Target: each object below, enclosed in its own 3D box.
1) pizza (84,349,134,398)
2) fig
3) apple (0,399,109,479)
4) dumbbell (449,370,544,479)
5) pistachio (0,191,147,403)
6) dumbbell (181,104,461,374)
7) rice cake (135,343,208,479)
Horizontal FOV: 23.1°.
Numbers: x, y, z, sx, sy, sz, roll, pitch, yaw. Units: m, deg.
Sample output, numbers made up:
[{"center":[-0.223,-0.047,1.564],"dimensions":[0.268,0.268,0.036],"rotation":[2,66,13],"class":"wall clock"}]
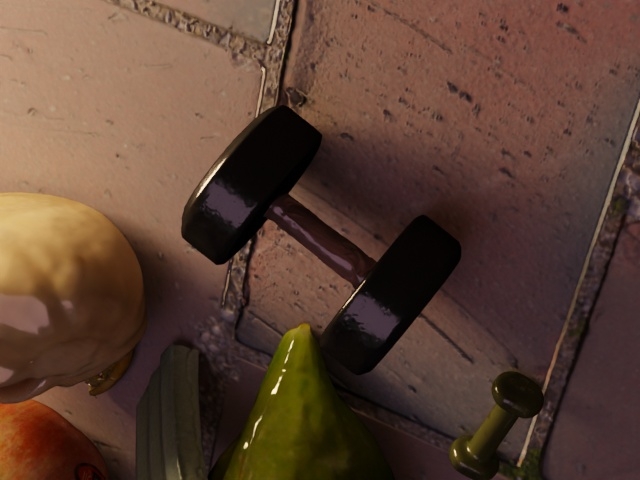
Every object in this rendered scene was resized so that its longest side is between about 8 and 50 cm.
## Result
[{"center":[-0.252,0.110,1.680],"dimensions":[0.108,0.026,0.123],"rotation":[37,128,8],"class":"pizza"},{"center":[-0.019,0.220,1.539],"dimensions":[0.206,0.206,0.275],"rotation":[5,96,26],"class":"fig"},{"center":[-0.332,0.273,1.731],"dimensions":[0.209,0.164,0.209],"rotation":[6,111,16],"class":"apple"},{"center":[0.165,0.176,1.479],"dimensions":[0.052,0.046,0.118],"rotation":[30,127,4],"class":"dumbbell"},{"center":[-0.321,0.046,1.589],"dimensions":[0.318,0.214,0.193],"rotation":[19,162,27],"class":"pistachio"},{"center":[0.000,0.000,1.400],"dimensions":[0.218,0.152,0.152],"rotation":[39,128,4],"class":"dumbbell"},{"center":[-0.151,0.229,1.583],"dimensions":[0.043,0.237,0.127],"rotation":[12,131,-22],"class":"rice cake"}]
